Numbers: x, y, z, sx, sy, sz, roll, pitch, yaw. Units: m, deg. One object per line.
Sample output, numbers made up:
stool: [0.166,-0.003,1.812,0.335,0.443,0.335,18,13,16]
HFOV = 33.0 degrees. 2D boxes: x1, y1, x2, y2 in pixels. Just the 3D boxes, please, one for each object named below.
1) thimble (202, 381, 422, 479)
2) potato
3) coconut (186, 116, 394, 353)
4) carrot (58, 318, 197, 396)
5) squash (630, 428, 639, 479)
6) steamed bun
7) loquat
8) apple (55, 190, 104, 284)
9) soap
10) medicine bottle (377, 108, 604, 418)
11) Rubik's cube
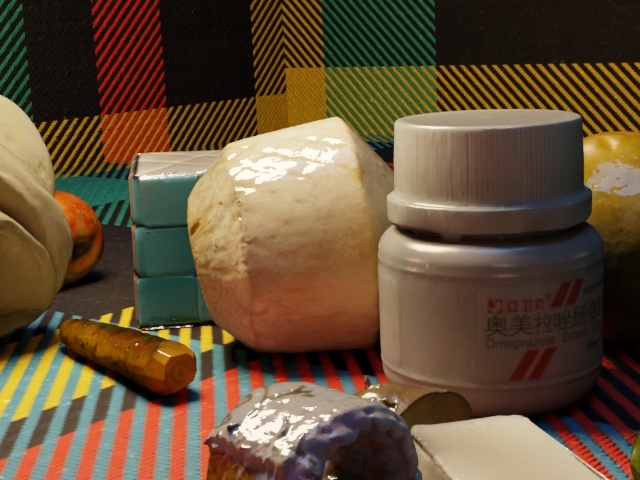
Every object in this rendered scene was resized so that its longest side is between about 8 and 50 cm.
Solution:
thimble: [-0.005,0.183,0.852,0.118,0.127,0.151,7,20,45]
potato: [0.067,0.164,1.026,0.100,0.089,0.172,4,14,41]
coconut: [0.000,0.000,1.380,0.329,0.329,0.329,-3,11,1]
carrot: [-0.250,0.137,1.333,0.066,0.066,0.314,-11,11,-37]
squash: [0.338,0.170,0.993,0.066,0.066,0.252,4,12,32]
steamed bun: [-0.520,-0.004,1.404,0.368,0.342,0.255,-19,13,-4]
loquat: [0.378,-0.001,1.379,0.276,0.276,0.284,6,35,37]
apple: [-0.444,-0.005,1.809,0.139,0.163,0.163,27,25,30]
soap: [0.150,0.202,0.883,0.121,0.064,0.183,-5,12,-14]
medicine bottle: [0.184,0.016,1.184,0.245,0.306,0.245,-3,11,1]
Rubik's cube: [-0.164,-0.011,1.607,0.231,0.224,0.221,-3,12,-8]
